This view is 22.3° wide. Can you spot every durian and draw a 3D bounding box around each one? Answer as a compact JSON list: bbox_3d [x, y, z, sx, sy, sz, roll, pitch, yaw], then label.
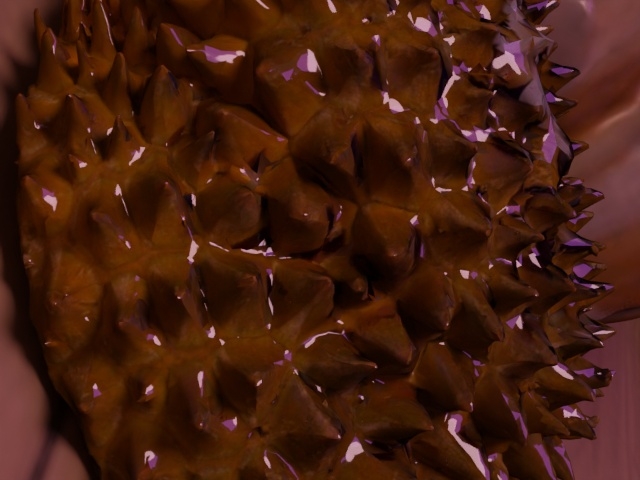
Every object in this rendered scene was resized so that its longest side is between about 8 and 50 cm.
[{"bbox_3d":[0.012,-0.003,0.482,0.183,0.138,0.250,-19,94,-67],"label":"durian"}]

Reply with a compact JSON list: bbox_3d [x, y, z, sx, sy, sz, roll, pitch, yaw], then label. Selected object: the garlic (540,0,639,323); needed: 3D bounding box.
[{"bbox_3d":[0.114,-0.088,0.695,0.286,0.249,0.313,44,37,3],"label":"garlic"}]
